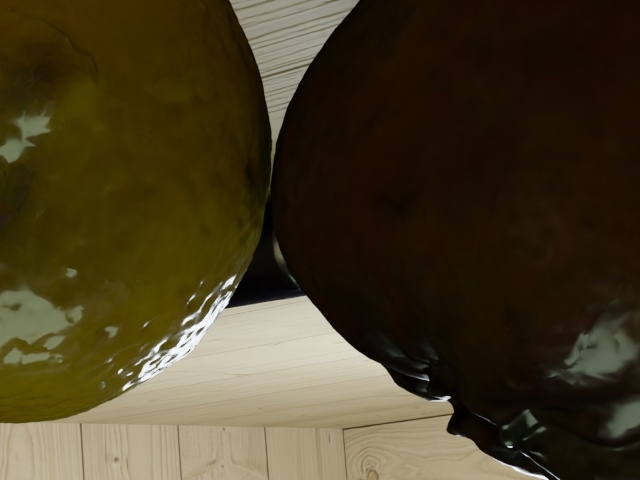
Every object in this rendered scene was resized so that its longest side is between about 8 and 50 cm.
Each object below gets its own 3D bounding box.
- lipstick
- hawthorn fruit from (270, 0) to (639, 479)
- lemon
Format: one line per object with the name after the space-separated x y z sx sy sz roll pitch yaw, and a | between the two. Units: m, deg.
0.000 0.000 1.465 0.300 0.081 0.081 -13 167 43 | lipstick
0.135 -0.047 0.796 0.268 0.301 0.268 27 166 7 | hawthorn fruit
-0.134 -0.038 0.783 0.228 0.228 0.253 -5 167 1 | lemon
